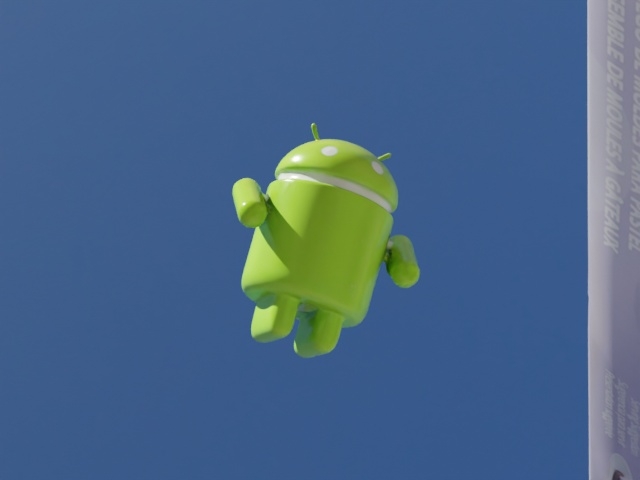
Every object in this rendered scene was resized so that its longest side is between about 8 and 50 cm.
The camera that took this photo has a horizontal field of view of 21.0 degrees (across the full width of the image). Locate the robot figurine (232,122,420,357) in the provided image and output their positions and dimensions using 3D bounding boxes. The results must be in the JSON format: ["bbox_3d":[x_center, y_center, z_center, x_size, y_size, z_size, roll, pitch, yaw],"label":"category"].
[{"bbox_3d":[0.000,0.000,0.882,0.101,0.067,0.115,21,-105,-13],"label":"robot figurine"}]

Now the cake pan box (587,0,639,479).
[{"bbox_3d":[0.166,-0.053,0.413,0.245,0.070,0.267,-39,-38,-24],"label":"cake pan box"}]
